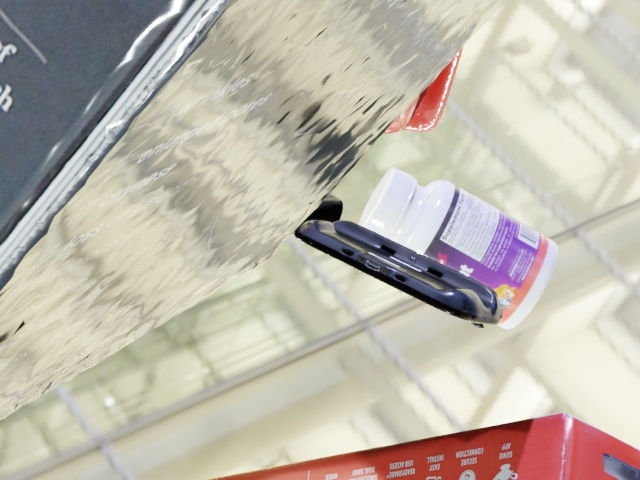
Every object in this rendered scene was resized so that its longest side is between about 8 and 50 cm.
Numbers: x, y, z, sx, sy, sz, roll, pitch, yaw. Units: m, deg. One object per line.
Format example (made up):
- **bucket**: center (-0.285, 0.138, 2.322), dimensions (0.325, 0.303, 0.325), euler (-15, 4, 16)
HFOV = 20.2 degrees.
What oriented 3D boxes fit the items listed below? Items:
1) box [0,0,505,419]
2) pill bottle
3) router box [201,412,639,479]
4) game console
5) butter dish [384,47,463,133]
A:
- **box**: center (-0.102, -0.164, 0.905), dimensions (0.297, 0.480, 0.472), euler (49, -58, 6)
- **pill bottle**: center (0.140, 0.003, 1.880), dimensions (0.193, 0.108, 0.108), euler (29, -45, -7)
- **router box**: center (0.016, 0.266, 0.947), dimensions (0.335, 0.082, 0.301), euler (-18, -125, 43)
- **game console**: center (0.000, 0.000, 1.687), dimensions (0.361, 0.213, 0.044), euler (26, -75, 29)
- **butter dish**: center (0.028, -0.144, 1.415), dimensions (0.160, 0.118, 0.160), euler (16, -53, 1)
